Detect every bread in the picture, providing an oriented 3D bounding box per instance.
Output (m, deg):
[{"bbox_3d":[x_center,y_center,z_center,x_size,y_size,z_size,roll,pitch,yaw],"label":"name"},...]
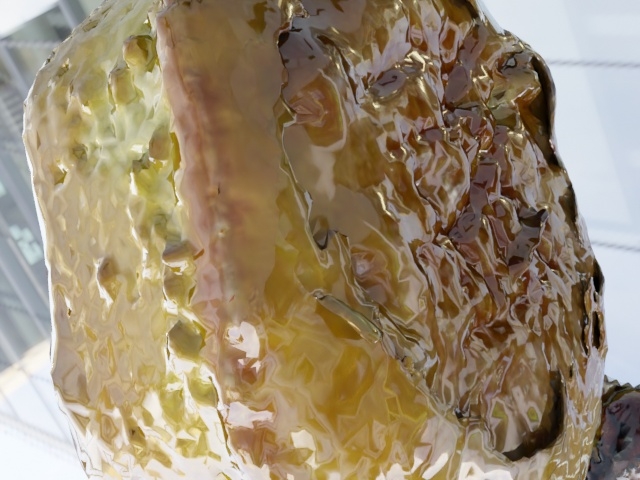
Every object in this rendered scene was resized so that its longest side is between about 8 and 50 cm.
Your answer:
[{"bbox_3d":[0.000,-0.003,0.666,0.204,0.358,0.337,-16,165,30],"label":"bread"}]

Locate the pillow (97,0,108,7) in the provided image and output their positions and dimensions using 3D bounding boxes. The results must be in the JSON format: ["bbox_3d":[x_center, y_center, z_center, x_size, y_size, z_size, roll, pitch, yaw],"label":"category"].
[{"bbox_3d":[-0.115,-0.266,1.259,0.212,0.052,0.208,27,-98,40],"label":"pillow"}]

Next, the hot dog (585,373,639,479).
[{"bbox_3d":[0.206,0.232,1.197,0.162,0.082,0.270,35,-89,17],"label":"hot dog"}]
